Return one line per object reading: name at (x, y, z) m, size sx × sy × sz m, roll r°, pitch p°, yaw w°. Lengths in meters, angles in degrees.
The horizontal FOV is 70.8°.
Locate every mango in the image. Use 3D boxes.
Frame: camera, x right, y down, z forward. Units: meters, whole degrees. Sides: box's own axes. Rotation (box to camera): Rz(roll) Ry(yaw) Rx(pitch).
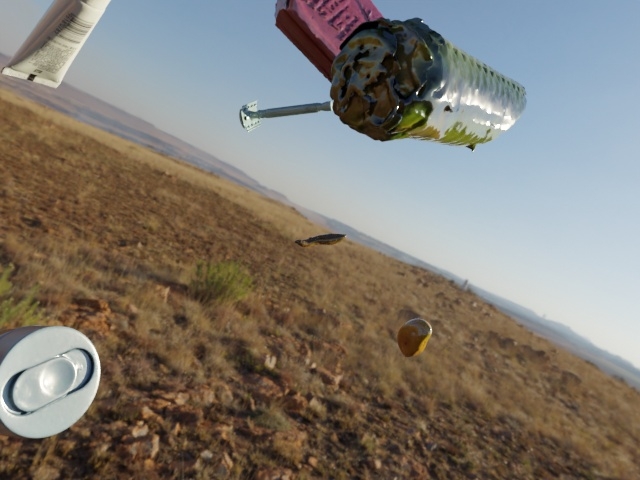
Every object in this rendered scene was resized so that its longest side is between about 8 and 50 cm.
mango at (0.230, 0.236, 1.103) m, size 0.061 × 0.114 × 0.080 m, roll -4°, pitch 57°, yaw -27°

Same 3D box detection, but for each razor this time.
razor at (-0.083, -0.330, 1.158) m, size 0.232 × 0.068 × 0.106 m, roll -1°, pitch 24°, yaw 16°

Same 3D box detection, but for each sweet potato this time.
sweet potato at (0.000, 0.000, 0.926) m, size 0.115 × 0.026 × 0.026 m, roll -10°, pitch 17°, yaw -20°

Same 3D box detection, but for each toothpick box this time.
toothpick box at (-0.312, 0.135, 0.448) m, size 0.153 × 0.101 × 0.101 m, roll -6°, pitch -12°, yaw 27°

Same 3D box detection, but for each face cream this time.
face cream at (-0.413, -0.336, 0.726) m, size 0.092 × 0.244 × 0.058 m, roll -1°, pitch 62°, yaw -59°

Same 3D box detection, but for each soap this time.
soap at (0.013, -0.464, 0.947) m, size 0.250 × 0.162 × 0.099 m, roll 36°, pitch -5°, yaw -30°

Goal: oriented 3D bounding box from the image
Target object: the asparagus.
asparagus at (0.169, -0.181, 0.582) m, size 0.108 × 0.128 × 0.382 m, roll 6°, pitch 9°, yaw 41°
